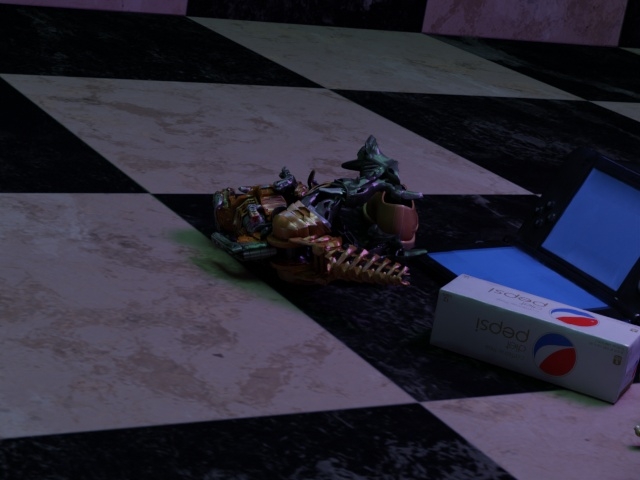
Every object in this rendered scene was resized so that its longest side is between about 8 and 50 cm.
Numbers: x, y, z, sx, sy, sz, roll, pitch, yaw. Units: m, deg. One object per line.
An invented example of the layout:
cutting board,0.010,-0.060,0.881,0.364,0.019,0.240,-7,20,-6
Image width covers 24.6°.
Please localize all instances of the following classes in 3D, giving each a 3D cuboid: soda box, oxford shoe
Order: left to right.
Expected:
oxford shoe,0.102,-0.047,1.987,0.076,0.076,0.212,6,16,-6
soda box,0.233,0.104,1.582,0.216,0.069,0.074,16,19,23

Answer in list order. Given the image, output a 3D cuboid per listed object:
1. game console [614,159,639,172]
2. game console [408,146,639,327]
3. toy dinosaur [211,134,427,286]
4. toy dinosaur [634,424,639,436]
game console,0.587,-0.056,2.308,0.342,0.060,0.386,16,17,18
game console,0.293,-0.006,1.815,0.173,0.250,0.293,31,4,-34
toy dinosaur,0.000,0.000,1.738,0.218,0.164,0.322,-18,48,-29
toy dinosaur,0.390,0.174,1.465,0.183,0.053,0.092,-16,25,-10
